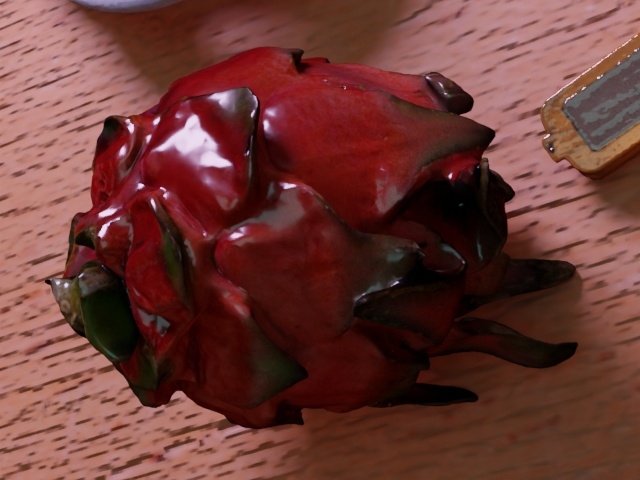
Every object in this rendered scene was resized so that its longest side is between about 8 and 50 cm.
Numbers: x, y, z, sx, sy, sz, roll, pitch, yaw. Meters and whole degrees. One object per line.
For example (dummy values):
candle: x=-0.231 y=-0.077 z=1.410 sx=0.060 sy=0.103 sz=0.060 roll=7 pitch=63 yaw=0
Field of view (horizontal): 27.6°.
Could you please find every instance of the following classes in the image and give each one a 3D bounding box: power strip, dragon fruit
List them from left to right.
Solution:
dragon fruit: x=0.000 y=0.000 z=0.638 sx=0.193 sy=0.274 sz=0.192 roll=-122 pitch=34 yaw=-46
power strip: x=0.192 y=-0.094 z=0.665 sx=0.178 sy=0.028 sz=0.049 roll=-36 pitch=68 yaw=12

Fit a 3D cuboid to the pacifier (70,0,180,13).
pacifier: x=-0.137 y=-0.280 z=0.731 sx=0.244 sy=0.233 sz=0.299 roll=-17 pitch=72 yaw=22
